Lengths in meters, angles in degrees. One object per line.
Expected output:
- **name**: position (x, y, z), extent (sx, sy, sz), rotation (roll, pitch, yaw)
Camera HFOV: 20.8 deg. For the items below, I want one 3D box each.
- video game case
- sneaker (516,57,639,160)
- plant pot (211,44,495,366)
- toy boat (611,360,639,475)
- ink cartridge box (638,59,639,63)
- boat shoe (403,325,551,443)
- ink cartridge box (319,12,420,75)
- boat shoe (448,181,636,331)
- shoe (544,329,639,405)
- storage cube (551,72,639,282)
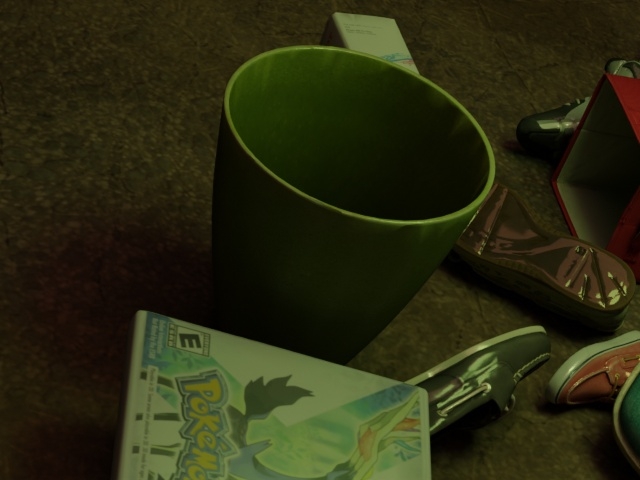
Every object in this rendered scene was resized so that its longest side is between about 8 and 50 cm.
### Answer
- **video game case**: position (-0.039, 0.228, 1.547), extent (0.300, 0.036, 0.329), rotation (17, 43, -16)
- **sneaker**: position (0.361, -0.177, 2.288), extent (0.229, 0.086, 0.132), rotation (2, 66, -12)
- **plant pot**: position (0.000, 0.000, 1.777), extent (0.275, 0.293, 0.274), rotation (12, 39, -10)
- **toy boat**: position (0.483, 0.203, 1.834), extent (0.318, 0.148, 0.267), rotation (43, 69, 12)
- **ink cartridge box**: position (0.575, -0.164, 2.433), extent (0.307, 0.072, 0.303), rotation (27, 40, 11)
- **boat shoe**: position (0.117, 0.182, 1.775), extent (0.335, 0.112, 0.095), rotation (-19, 70, -33)
- **ink cartridge box**: position (0.056, -0.151, 2.101), extent (0.093, 0.154, 0.212), rotation (2, 41, -23)
- **boat shoe**: position (0.232, 0.020, 2.047), extent (0.285, 0.089, 0.104), rotation (34, 65, 20)
- **shoe**: position (0.329, 0.156, 1.927), extent (0.178, 0.063, 0.081), rotation (-18, 48, -43)
- **storage cube**: position (0.425, -0.072, 2.152), extent (0.193, 0.183, 0.215), rotation (7, 39, -18)
